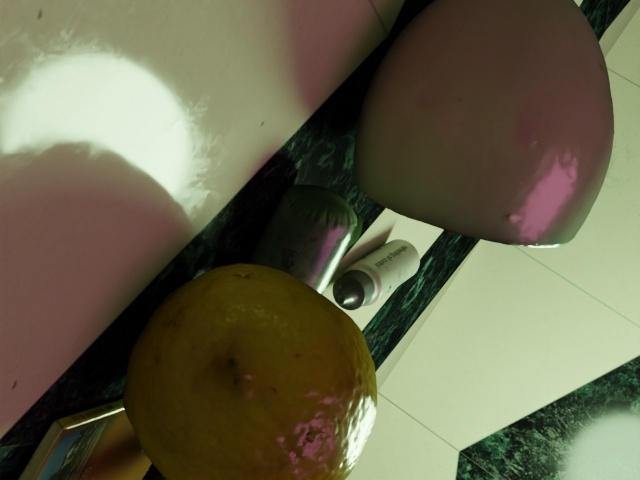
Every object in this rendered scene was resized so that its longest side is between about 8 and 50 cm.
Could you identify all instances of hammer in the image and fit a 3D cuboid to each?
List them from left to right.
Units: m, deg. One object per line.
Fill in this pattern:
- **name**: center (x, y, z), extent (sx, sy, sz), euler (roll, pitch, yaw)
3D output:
- **hammer**: center (0.000, 0.000, 1.478), extent (0.206, 0.119, 0.335), euler (-60, 171, 19)

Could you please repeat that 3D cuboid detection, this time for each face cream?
- **face cream**: center (0.104, 0.075, 1.953), extent (0.311, 0.092, 0.092), euler (-28, 149, -58)

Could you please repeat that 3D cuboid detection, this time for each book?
- **book**: center (-0.314, 0.322, 1.323), extent (0.262, 0.028, 0.374), euler (-58, 165, 9)

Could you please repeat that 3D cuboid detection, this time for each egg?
- **egg**: center (0.241, -0.201, 1.347), extent (0.354, 0.354, 0.339), euler (-24, 131, -62)

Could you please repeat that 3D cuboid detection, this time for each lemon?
- **lemon**: center (-0.083, 0.185, 1.211), extent (0.336, 0.336, 0.336), euler (-50, 164, -20)

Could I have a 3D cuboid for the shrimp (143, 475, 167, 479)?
- **shrimp**: center (-0.164, 0.278, 1.434), extent (0.360, 0.085, 0.247), euler (-25, 108, -65)
